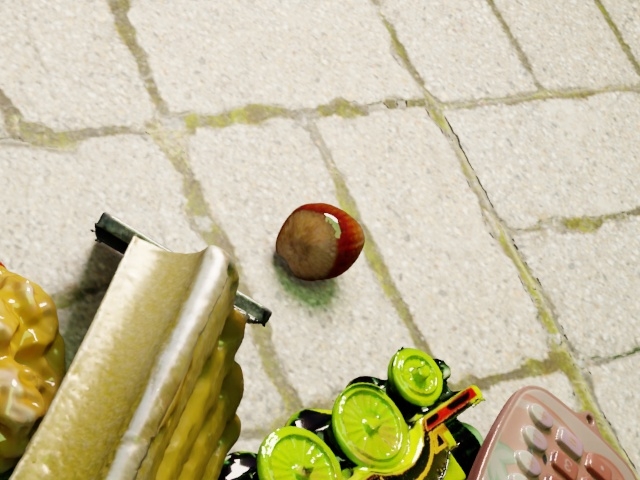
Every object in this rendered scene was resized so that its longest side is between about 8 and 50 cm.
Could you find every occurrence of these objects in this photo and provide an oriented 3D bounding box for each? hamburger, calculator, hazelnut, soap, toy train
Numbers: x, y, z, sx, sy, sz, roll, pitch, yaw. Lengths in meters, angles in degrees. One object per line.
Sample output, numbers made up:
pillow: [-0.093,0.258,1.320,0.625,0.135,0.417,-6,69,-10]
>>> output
hamburger: [-0.303,0.092,1.391,0.237,0.149,0.237,15,50,-19]
calculator: [0.201,0.282,1.581,0.220,0.048,0.330,42,48,-20]
hazelnut: [0.000,0.000,1.700,0.086,0.086,0.086,16,49,-20]
soap: [-0.148,0.175,1.329,0.143,0.259,0.281,17,47,9]
toy train: [0.037,0.203,1.548,0.296,0.100,0.161,-29,82,-43]
calculator: [-0.121,0.027,1.505,0.161,0.261,0.021,31,84,-6]
